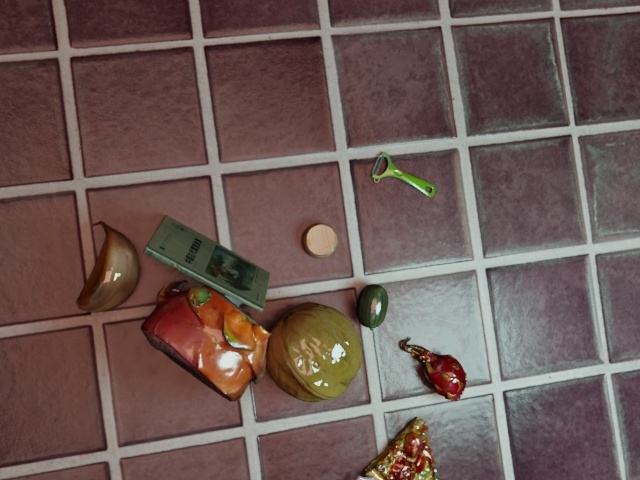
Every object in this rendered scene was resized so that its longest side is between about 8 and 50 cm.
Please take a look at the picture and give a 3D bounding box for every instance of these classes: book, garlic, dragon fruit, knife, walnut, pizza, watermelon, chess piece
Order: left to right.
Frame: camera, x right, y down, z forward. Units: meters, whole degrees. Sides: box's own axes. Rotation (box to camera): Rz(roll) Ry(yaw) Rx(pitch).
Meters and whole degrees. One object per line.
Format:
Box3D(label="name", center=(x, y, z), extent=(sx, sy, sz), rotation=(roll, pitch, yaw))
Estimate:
Box3D(label="garlic", center=(-0.458, 0.065, 1.727), extent=(0.115, 0.128, 0.206), rotation=(20, 75, -33))
Box3D(label="book", center=(-0.243, 0.051, 1.715), extent=(0.283, 0.215, 0.025), rotation=(29, 107, -10))
Box3D(label="dragon fruit", center=(-0.235, 0.202, 1.670), extent=(0.291, 0.290, 0.189), rotation=(38, 75, -6))
Box3D(label="walnut", center=(-0.016, 0.256, 1.746), extent=(0.228, 0.228, 0.227), rotation=(1, 87, -10))
Box3D(label="chess piece", center=(0.000, 0.000, 1.842), extent=(0.084, 0.038, 0.083), rotation=(0, 89, -10))
Box3D(label="watermelon", center=(0.122, 0.158, 1.835), extent=(0.078, 0.078, 0.110), rotation=(12, 87, -10))
Box3D(label="knife", center=(0.208, -0.150, 1.896), extent=(0.166, 0.022, 0.078), rotation=(25, 88, -7))
Box3D(label="pizza", center=(0.209, 0.519, 1.844), extent=(0.201, 0.053, 0.193), rotation=(7, 86, -9))
Box3D(label="dragon fruit", center=(0.279, 0.299, 1.855), extent=(0.094, 0.094, 0.190), rotation=(-42, 83, -10))

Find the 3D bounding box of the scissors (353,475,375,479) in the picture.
Box3D(label="scissors", center=(0.062, 0.643, 1.816), extent=(0.212, 0.021, 0.110), rotation=(-40, 102, 0))
